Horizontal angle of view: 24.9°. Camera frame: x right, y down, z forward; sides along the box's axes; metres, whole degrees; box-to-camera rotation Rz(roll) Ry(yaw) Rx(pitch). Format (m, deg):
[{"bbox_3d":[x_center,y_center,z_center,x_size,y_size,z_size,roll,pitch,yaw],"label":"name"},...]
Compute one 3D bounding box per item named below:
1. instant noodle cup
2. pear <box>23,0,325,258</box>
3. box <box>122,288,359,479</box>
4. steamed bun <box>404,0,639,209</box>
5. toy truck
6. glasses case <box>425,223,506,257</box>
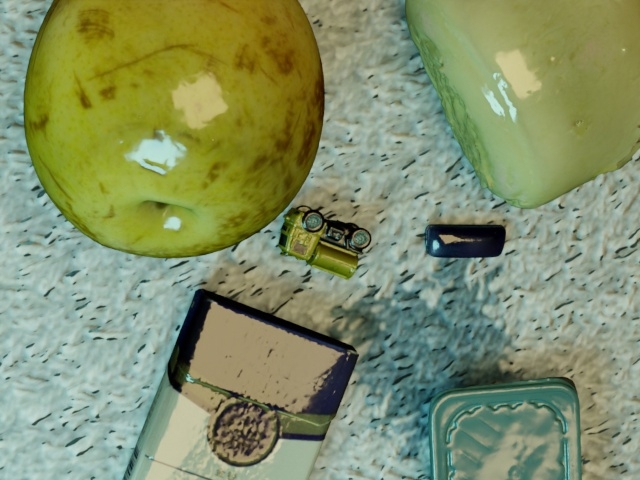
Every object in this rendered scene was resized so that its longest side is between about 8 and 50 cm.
[{"bbox_3d":[0.179,0.225,1.456,0.157,0.070,0.179,-4,97,-11],"label":"instant noodle cup"},{"bbox_3d":[-0.124,-0.126,1.253,0.280,0.281,0.281,-1,96,-13],"label":"pear"},{"bbox_3d":[-0.086,0.193,1.390,0.168,0.071,0.259,21,92,-14],"label":"box"},{"bbox_3d":[0.217,-0.182,1.372,0.232,0.166,0.273,-26,101,-8],"label":"steamed bun"},{"bbox_3d":[0.000,0.000,1.402,0.083,0.049,0.054,21,92,-15],"label":"toy truck"},{"bbox_3d":[0.146,0.001,1.448,0.083,0.023,0.034,0,94,-13],"label":"glasses case"}]
